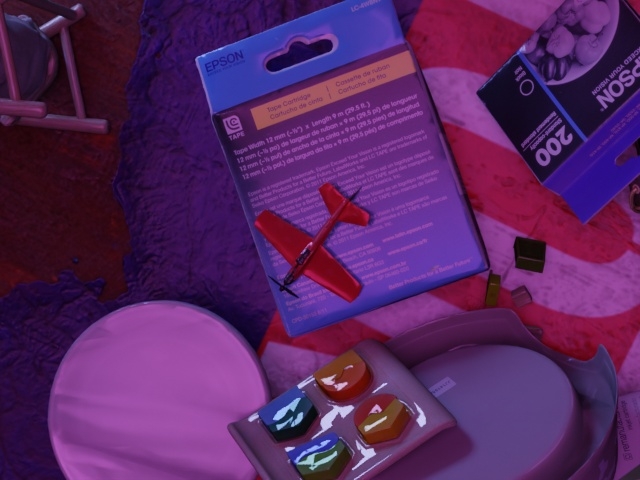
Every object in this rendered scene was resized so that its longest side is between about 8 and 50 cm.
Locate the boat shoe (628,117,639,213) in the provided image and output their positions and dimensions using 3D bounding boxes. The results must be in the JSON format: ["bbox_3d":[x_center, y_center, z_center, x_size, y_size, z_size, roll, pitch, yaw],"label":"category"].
[{"bbox_3d":[0.394,-0.078,1.719,0.091,0.109,0.305,-7,84,9],"label":"boat shoe"}]

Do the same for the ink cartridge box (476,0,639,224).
[{"bbox_3d":[0.304,-0.160,1.694,0.206,0.045,0.208,-46,61,24],"label":"ink cartridge box"}]

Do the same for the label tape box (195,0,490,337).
[{"bbox_3d":[0.028,-0.089,1.770,0.249,0.115,0.348,-20,86,9],"label":"label tape box"}]

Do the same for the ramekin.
[{"bbox_3d":[-0.180,0.204,1.800,0.272,0.127,0.273,0,91,8],"label":"ramekin"}]

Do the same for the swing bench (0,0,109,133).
[{"bbox_3d":[-0.415,-0.186,1.762,0.254,0.253,0.165,-12,89,8],"label":"swing bench"}]

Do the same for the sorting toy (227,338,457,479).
[{"bbox_3d":[0.018,0.197,1.642,0.208,0.193,0.038,-29,124,-11],"label":"sorting toy"}]

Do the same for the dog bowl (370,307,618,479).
[{"bbox_3d":[0.166,0.223,1.650,0.348,0.349,0.102,-16,122,9],"label":"dog bowl"}]

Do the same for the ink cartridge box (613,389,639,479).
[{"bbox_3d":[0.263,0.307,1.682,0.289,0.211,0.122,-16,123,8],"label":"ink cartridge box"}]

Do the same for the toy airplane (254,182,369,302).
[{"bbox_3d":[0.000,0.000,1.706,0.151,0.028,0.151,0,91,11],"label":"toy airplane"}]

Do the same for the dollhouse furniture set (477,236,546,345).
[{"bbox_3d":[0.231,0.076,1.786,0.076,0.058,0.152,10,114,3],"label":"dollhouse furniture set"}]
